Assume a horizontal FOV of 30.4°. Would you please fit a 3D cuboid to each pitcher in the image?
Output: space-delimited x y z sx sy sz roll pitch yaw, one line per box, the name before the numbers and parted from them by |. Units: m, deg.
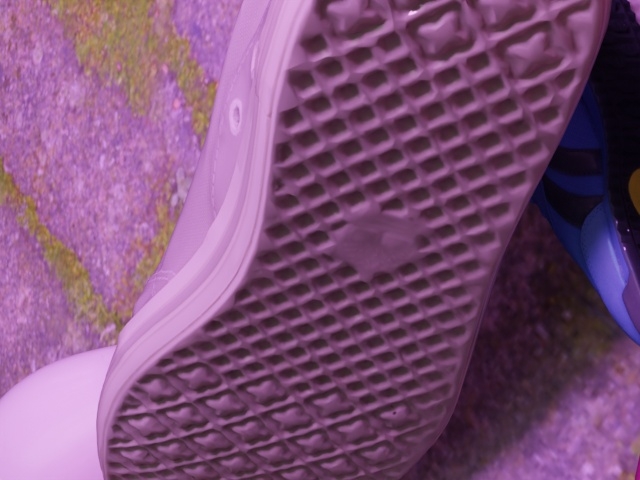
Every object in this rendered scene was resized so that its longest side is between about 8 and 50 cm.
pitcher | -0.124 0.146 0.763 0.207 0.125 0.178 -38 75 26

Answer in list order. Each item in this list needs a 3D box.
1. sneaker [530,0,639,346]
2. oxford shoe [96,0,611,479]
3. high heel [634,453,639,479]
sneaker | 0.122 -0.035 0.549 0.082 0.069 0.209 -44 55 49
oxford shoe | 0.000 0.000 0.561 0.130 0.169 0.449 -92 19 -46
high heel | 0.138 -0.045 0.337 0.127 0.181 0.377 -5 52 57
